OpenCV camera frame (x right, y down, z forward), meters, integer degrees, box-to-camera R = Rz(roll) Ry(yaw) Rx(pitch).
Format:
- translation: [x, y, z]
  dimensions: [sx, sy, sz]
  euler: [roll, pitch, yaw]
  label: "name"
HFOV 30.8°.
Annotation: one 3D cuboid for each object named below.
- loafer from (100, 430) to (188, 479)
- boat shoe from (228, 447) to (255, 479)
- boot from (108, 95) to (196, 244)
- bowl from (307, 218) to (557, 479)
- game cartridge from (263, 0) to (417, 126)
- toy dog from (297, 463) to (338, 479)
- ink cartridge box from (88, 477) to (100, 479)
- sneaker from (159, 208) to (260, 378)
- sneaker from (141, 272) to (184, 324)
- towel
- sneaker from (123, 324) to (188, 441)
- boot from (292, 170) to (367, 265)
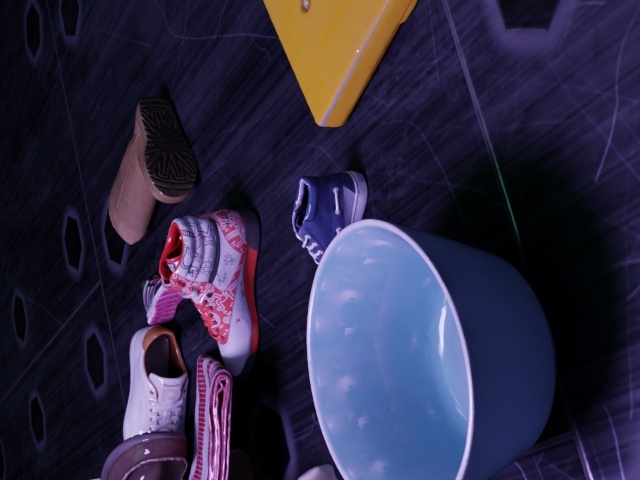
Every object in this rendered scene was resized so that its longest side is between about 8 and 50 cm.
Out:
- translation: [-0.312, 0.464, 1.967]
  dimensions: [0.366, 0.134, 0.130]
  euler: [-60, 41, 32]
  label: "loafer"
- translation: [-0.144, 0.412, 1.849]
  dimensions: [0.060, 0.064, 0.178]
  euler: [20, 114, 57]
  label: "boat shoe"
- translation: [-0.301, -0.085, 2.044]
  dimensions: [0.269, 0.089, 0.236]
  euler: [118, 148, -45]
  label: "boot"
- translation: [0.128, 0.127, 1.209]
  dimensions: [0.311, 0.163, 0.311]
  euler: [14, 106, 60]
  label: "bowl"
- translation: [0.028, -0.351, 1.441]
  dimensions: [0.324, 0.052, 0.285]
  euler: [-56, 47, 46]
  label: "game cartridge"
- translation: [-0.022, 0.472, 1.480]
  dimensions: [0.408, 0.284, 0.395]
  euler: [26, 135, 59]
  label: "toy dog"
- translation: [-0.448, 0.602, 2.271]
  dimensions: [0.306, 0.131, 0.226]
  euler: [100, 157, -70]
  label: "ink cartridge box"
- translation: [-0.173, 0.086, 1.766]
  dimensions: [0.090, 0.145, 0.270]
  euler: [27, 118, 57]
  label: "sneaker"
- translation: [-0.279, 0.084, 2.043]
  dimensions: [0.075, 0.063, 0.170]
  euler: [65, 151, 21]
  label: "sneaker"
- translation: [-0.176, 0.302, 1.800]
  dimensions: [0.329, 0.037, 0.237]
  euler: [177, 96, -79]
  label: "towel"
- translation: [-0.286, 0.294, 2.044]
  dimensions: [0.123, 0.106, 0.290]
  euler: [-19, 77, 63]
  label: "sneaker"
- translation: [0.000, 0.000, 1.500]
  dimensions: [0.069, 0.086, 0.190]
  euler: [38, 127, 53]
  label: "boot"
